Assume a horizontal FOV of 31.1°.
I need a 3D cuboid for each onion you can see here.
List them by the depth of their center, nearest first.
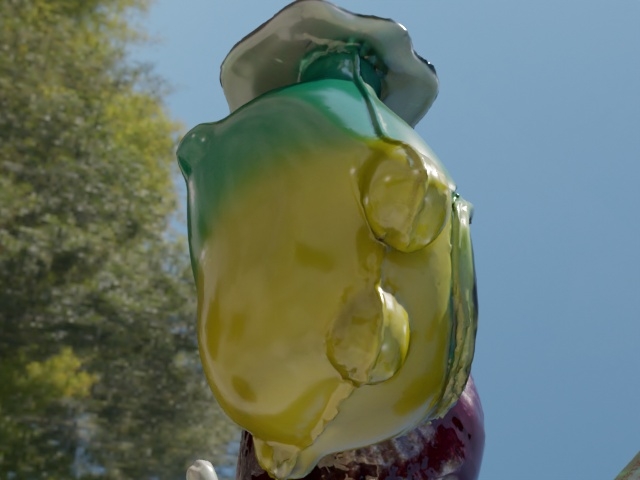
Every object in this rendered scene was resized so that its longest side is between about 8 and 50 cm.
[{"bbox_3d":[0.048,0.194,1.238,0.337,0.260,0.282,-77,169,-50],"label":"onion"}]

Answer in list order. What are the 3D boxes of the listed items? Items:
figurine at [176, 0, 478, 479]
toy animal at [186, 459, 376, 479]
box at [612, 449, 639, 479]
[{"bbox_3d":[0.000,0.000,0.862,0.340,0.231,0.323,-92,-156,-43],"label":"figurine"},{"bbox_3d":[-0.076,0.275,1.001,0.138,0.282,0.140,44,-43,24],"label":"toy animal"},{"bbox_3d":[0.387,0.217,1.050,0.084,0.198,0.310,51,-25,2],"label":"box"}]
